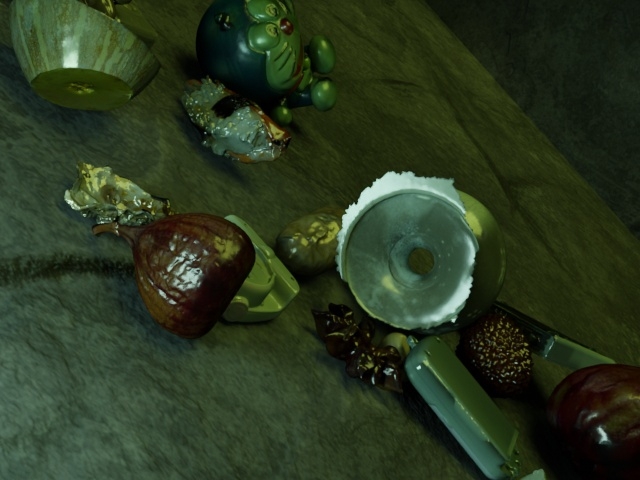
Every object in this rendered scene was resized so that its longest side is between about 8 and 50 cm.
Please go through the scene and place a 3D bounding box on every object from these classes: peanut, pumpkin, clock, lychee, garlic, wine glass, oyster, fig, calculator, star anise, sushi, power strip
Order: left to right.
[{"bbox_3d":[-0.328,-0.234,1.679,0.217,0.217,0.110,29,63,-29],"label":"pumpkin"},{"bbox_3d":[-0.360,-0.388,2.007,0.105,0.070,0.256,8,40,-55],"label":"power strip"},{"bbox_3d":[-0.245,-0.044,1.552,0.148,0.051,0.103,17,31,-17],"label":"oyster"},{"bbox_3d":[-0.176,0.010,1.449,0.201,0.146,0.134,37,-19,14],"label":"fig"},{"bbox_3d":[-0.124,0.035,1.593,0.151,0.062,0.191,49,23,19],"label":"clock"},{"bbox_3d":[-0.147,-0.183,1.940,0.226,0.097,0.103,38,10,35],"label":"sushi"},{"bbox_3d":[0.000,0.000,1.853,0.099,0.099,0.214,44,15,7],"label":"peanut"},{"bbox_3d":[0.053,0.145,1.697,0.168,0.057,0.168,43,13,-13],"label":"star anise"},{"bbox_3d":[0.107,0.163,1.781,0.053,0.041,0.083,39,28,-42],"label":"garlic"},{"bbox_3d":[0.157,0.024,1.843,0.238,0.238,0.323,45,7,8],"label":"wine glass"},{"bbox_3d":[0.200,0.230,1.752,0.246,0.045,0.141,51,18,0],"label":"calculator"},{"bbox_3d":[0.266,0.180,1.906,0.129,0.123,0.123,44,21,8],"label":"lychee"},{"bbox_3d":[0.476,0.294,1.922,0.263,0.224,0.224,9,32,-17],"label":"fig"}]

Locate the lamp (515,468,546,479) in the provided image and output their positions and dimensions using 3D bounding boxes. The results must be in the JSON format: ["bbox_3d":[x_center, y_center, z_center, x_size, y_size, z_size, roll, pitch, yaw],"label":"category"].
[{"bbox_3d":[0.343,0.395,1.755,0.198,0.056,0.050,46,18,-21],"label":"lamp"}]

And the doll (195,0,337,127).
[{"bbox_3d":[-0.099,-0.318,2.175,0.322,0.186,0.198,40,44,-57],"label":"doll"}]

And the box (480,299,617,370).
[{"bbox_3d":[0.336,0.145,2.066,0.211,0.045,0.270,23,4,-39],"label":"box"}]

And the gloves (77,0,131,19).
[{"bbox_3d":[-0.432,-0.442,1.879,0.331,0.154,0.141,27,26,-17],"label":"gloves"}]
